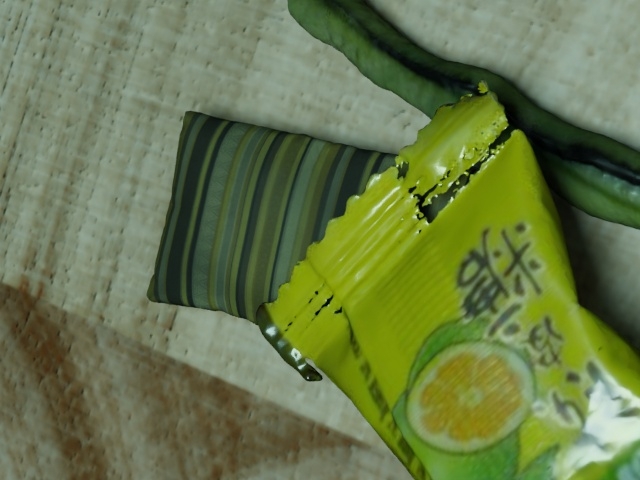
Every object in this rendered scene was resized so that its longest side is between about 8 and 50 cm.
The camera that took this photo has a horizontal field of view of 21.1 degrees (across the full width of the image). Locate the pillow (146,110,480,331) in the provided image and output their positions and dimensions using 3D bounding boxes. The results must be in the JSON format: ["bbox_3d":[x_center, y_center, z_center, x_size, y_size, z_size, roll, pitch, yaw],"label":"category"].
[{"bbox_3d":[0.000,0.000,0.912,0.203,0.038,0.113,14,96,31],"label":"pillow"}]

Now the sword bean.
[{"bbox_3d":[0.080,-0.072,0.876,0.269,0.038,0.043,35,89,32],"label":"sword bean"}]

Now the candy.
[{"bbox_3d":[0.094,0.088,0.798,0.187,0.081,0.297,-48,64,22],"label":"candy"}]
